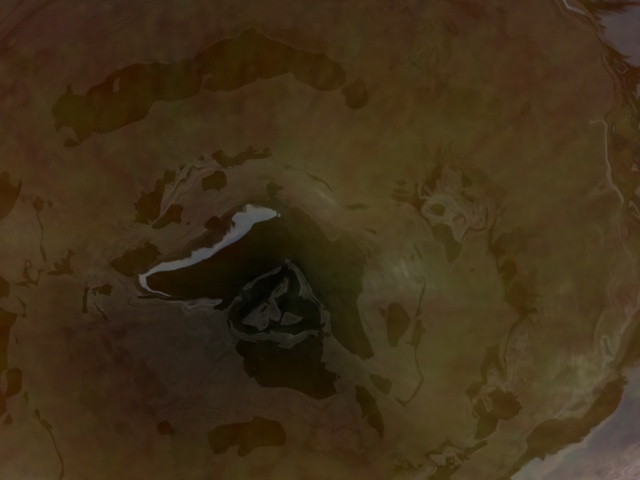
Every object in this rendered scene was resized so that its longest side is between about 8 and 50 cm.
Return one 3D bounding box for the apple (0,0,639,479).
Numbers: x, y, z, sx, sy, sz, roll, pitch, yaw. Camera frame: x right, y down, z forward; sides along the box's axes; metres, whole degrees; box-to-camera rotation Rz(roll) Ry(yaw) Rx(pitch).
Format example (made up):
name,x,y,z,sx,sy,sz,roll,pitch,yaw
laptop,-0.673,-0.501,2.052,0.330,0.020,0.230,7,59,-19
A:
name,x,y,z,sx,sy,sz,roll,pitch,yaw
apple,0.000,0.000,0.607,0.309,0.250,0.277,-42,-74,-7
